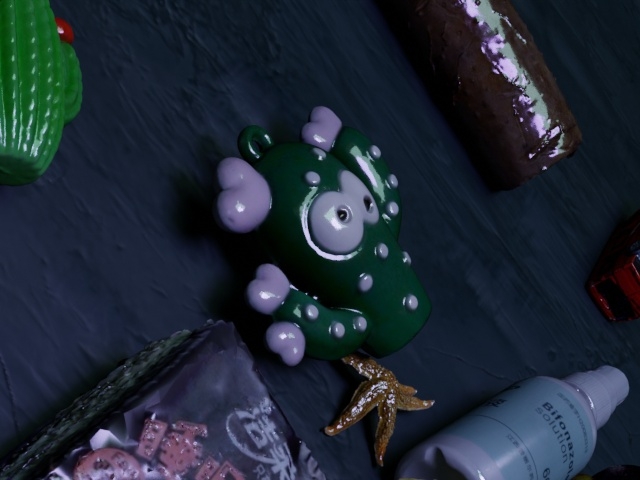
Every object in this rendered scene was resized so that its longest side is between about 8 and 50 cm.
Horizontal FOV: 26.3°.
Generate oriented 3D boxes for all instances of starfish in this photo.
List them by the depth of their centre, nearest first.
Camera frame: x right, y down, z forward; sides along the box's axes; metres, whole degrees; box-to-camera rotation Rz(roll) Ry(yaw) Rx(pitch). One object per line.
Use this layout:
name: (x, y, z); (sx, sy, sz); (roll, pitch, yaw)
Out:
starfish: (0.044, 0.134, 1.266); (0.130, 0.041, 0.133); (55, 40, -8)

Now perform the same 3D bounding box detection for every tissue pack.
tissue pack: (-0.128, 0.234, 0.970); (0.332, 0.123, 0.245); (-40, 106, -46)

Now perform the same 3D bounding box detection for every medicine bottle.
medicine bottle: (0.210, 0.195, 1.358); (0.352, 0.110, 0.110); (-21, 86, -50)

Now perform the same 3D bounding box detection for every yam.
yam: (0.187, -0.200, 1.540); (0.280, 0.131, 0.131); (58, 40, -7)

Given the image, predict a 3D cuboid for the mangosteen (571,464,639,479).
mangosteen: (0.297, 0.299, 1.384); (0.152, 0.152, 0.153); (24, 53, -37)

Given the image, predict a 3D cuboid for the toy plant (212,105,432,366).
toy plant: (0.001, -0.004, 1.238); (0.232, 0.112, 0.243); (-15, 81, -50)

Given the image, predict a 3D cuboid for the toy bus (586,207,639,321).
toy bus: (0.399, 0.016, 1.675); (0.081, 0.089, 0.195); (53, 41, -13)

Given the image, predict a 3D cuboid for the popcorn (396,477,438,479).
popcorn: (0.069, 0.266, 1.182); (0.106, 0.121, 0.116); (-1, 36, -9)

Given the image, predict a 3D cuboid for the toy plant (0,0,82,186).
toy plant: (-0.243, -0.150, 1.080); (0.155, 0.088, 0.240); (50, 29, -33)
